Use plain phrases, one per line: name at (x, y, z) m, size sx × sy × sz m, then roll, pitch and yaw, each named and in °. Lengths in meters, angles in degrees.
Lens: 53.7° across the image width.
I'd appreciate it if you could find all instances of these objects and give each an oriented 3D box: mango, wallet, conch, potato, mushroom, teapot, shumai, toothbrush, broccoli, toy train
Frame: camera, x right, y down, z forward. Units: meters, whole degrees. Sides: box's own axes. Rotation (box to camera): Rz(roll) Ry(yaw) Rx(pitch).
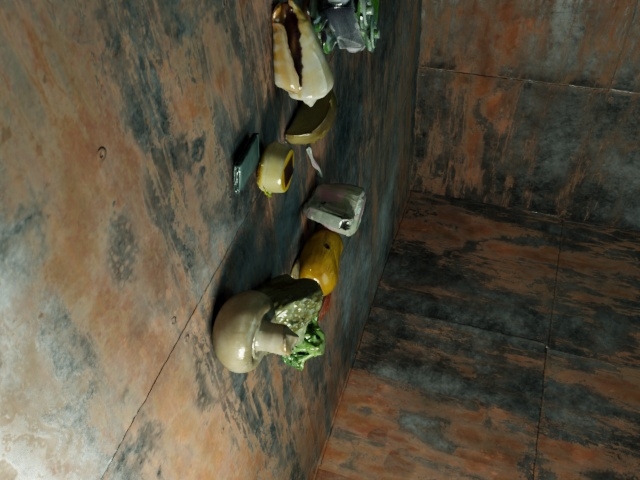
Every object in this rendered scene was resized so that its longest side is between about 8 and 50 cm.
mango at (-0.001, 0.065, 2.067) m, size 0.294 × 0.120 × 0.177 m, roll -75°, pitch 156°, yaw -55°
wallet at (-0.171, -0.177, 1.446) m, size 0.088 × 0.026 × 0.129 m, roll 95°, pitch 13°, yaw -48°
conch at (-0.063, -0.442, 1.524) m, size 0.158 × 0.127 × 0.255 m, roll -30°, pitch 113°, yaw -32°
potato at (-0.014, -0.337, 1.782) m, size 0.138 × 0.098 × 0.243 m, roll 80°, pitch 27°, yaw -59°
mushroom at (-0.152, 0.222, 1.506) m, size 0.204 × 0.204 × 0.204 m, roll 12°, pitch 90°, yaw -76°
teapot at (0.040, -0.091, 2.045) m, size 0.163 × 0.178 × 0.221 m, roll 96°, pitch 12°, yaw -48°
shumai at (-0.096, 0.218, 1.740) m, size 0.256 × 0.189 × 0.218 m, roll -28°, pitch 127°, yaw -65°
toothbrush at (-0.017, -0.244, 1.988) m, size 0.204 × 0.022 × 0.017 m, roll 61°, pitch 42°, yaw -68°
broccoli at (-0.059, 0.315, 2.018) m, size 0.195 × 0.156 × 0.195 m, roll 6°, pitch 90°, yaw -72°
toy train at (0.071, -0.656, 1.723) m, size 0.307 × 0.174 × 0.248 m, roll 40°, pitch 54°, yaw -73°

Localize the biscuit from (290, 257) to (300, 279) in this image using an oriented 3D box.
biscuit at (-0.077, 0.112, 2.064) m, size 0.120 × 0.015 × 0.120 m, roll 12°, pitch 90°, yaw -76°

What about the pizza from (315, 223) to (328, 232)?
pizza at (0.000, 0.000, 2.227) m, size 0.184 × 0.036 × 0.176 m, roll 78°, pitch 30°, yaw -63°

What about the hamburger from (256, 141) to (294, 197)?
hamburger at (-0.114, -0.173, 1.550) m, size 0.141 × 0.082 × 0.126 m, roll 84°, pitch 20°, yaw -60°

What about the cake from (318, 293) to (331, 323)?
cake at (-0.030, 0.257, 2.218) m, size 0.220 × 0.086 × 0.116 m, roll -65°, pitch 159°, yaw -44°
